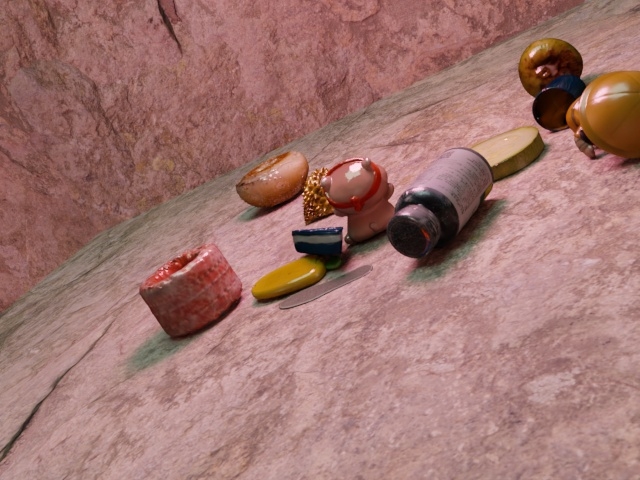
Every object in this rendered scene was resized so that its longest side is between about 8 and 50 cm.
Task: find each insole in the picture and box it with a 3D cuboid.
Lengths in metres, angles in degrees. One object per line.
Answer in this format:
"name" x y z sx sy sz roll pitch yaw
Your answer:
"insole" 0.010 0.103 1.381 0.232 0.003 0.080 -24 17 12

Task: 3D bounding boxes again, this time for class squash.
"squash" 0.439 -0.208 1.591 0.252 0.049 0.252 -27 17 9

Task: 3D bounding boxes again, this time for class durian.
"durian" 0.016 -0.144 1.953 0.182 0.165 0.132 -11 -26 -31

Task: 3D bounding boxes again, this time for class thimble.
"thimble" -0.322 0.122 1.576 0.239 0.162 0.239 -28 15 8

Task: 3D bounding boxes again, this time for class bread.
"bread" -0.176 -0.223 2.388 0.305 0.159 0.305 -21 18 7

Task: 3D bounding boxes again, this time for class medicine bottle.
"medicine bottle" 0.249 -0.078 1.314 0.141 0.141 0.293 -11 22 43

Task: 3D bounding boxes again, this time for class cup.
"cup" 0.643 -0.353 1.632 0.138 0.150 0.113 -42 -12 -46

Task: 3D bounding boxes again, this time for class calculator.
"calculator" -0.059 0.083 1.501 0.234 0.032 0.146 -22 17 13

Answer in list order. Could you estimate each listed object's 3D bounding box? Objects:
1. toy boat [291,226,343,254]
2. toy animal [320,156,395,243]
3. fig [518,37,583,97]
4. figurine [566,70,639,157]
"toy boat" 0.000 0.000 1.521 0.096 0.062 0.299 -4 2 -17
"toy animal" 0.096 -0.105 1.534 0.171 0.198 0.171 -22 21 9
"fig" 0.699 -0.521 1.889 0.181 0.181 0.191 -12 4 41
"figurine" 0.600 -0.260 1.280 0.192 0.167 0.257 -42 15 -1
